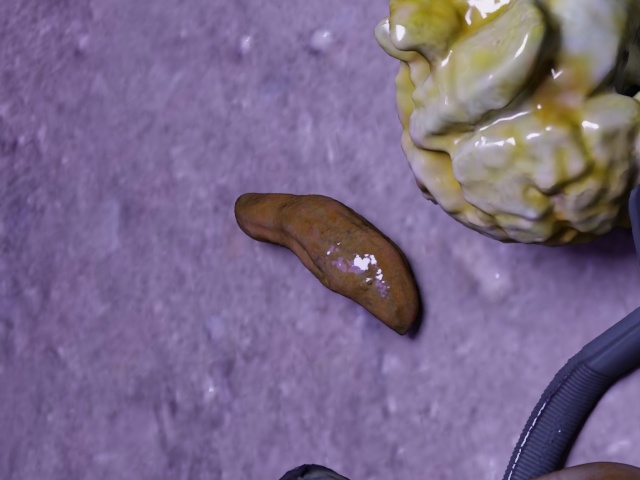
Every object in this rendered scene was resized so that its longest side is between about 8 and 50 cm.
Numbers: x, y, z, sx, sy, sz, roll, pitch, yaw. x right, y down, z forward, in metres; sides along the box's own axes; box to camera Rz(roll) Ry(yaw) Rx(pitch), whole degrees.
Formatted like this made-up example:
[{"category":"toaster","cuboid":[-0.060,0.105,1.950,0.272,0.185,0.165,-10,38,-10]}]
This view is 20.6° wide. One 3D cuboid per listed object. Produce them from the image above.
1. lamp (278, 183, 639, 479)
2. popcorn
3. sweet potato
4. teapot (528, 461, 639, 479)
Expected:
[{"category":"lamp","cuboid":[0.112,0.086,0.928,0.283,0.203,0.124,-52,32,27]},{"category":"popcorn","cuboid":[0.121,-0.090,0.960,0.167,0.185,0.187,-21,96,61]},{"category":"sweet potato","cuboid":[0.000,-0.002,1.143,0.182,0.054,0.053,33,95,44]},{"category":"teapot","cuboid":[0.137,0.165,0.858,0.080,0.085,0.110,-14,69,7]}]
